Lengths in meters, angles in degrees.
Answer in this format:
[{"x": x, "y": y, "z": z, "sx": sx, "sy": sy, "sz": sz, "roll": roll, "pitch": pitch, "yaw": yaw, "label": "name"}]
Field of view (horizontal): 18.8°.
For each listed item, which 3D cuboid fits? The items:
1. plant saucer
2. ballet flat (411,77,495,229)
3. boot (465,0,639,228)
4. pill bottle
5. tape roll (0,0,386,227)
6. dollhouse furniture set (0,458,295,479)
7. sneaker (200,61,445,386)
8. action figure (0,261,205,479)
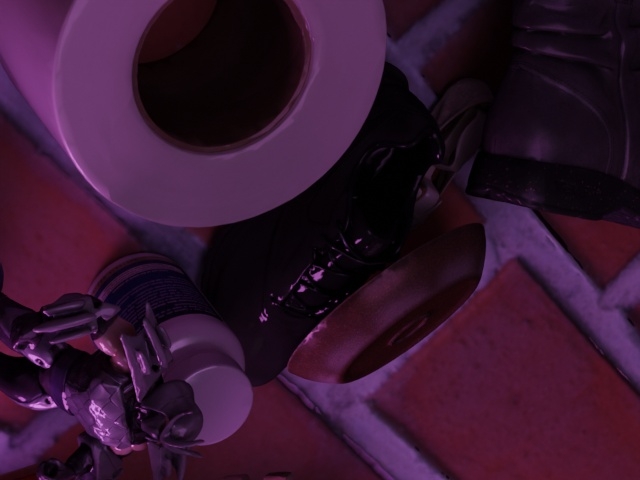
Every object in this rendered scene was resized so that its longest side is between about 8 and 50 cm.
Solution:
[{"x": 0.063, "y": 0.060, "z": 1.571, "sx": 0.198, "sy": 0.036, "sz": 0.198, "roll": -34, "pitch": 165, "yaw": -10, "label": "plant saucer"}, {"x": 0.088, "y": -0.058, "z": 1.584, "sx": 0.057, "sy": 0.052, "sz": 0.168, "roll": 25, "pitch": 103, "yaw": -34, "label": "ballet flat"}, {"x": 0.266, "y": -0.122, "z": 1.601, "sx": 0.338, "sy": 0.118, "sz": 0.223, "roll": 8, "pitch": 94, "yaw": -48, "label": "boot"}, {"x": -0.115, "y": 0.085, "z": 1.487, "sx": 0.094, "sy": 0.169, "sz": 0.094, "roll": -12, "pitch": 120, "yaw": -21, "label": "pill bottle"}, {"x": -0.097, "y": -0.152, "z": 1.370, "sx": 0.246, "sy": 0.169, "sz": 0.246, "roll": -11, "pitch": 119, "yaw": -21, "label": "tape roll"}, {"x": -0.171, "y": 0.231, "z": 1.431, "sx": 0.262, "sy": 0.259, "sz": 0.135, "roll": -15, "pitch": 89, "yaw": -28, "label": "dollhouse furniture set"}, {"x": 0.000, "y": 0.000, "z": 1.525, "sx": 0.109, "sy": 0.130, "sz": 0.286, "roll": 16, "pitch": 109, "yaw": -34, "label": "sneaker"}, {"x": -0.196, "y": 0.095, "z": 1.388, "sx": 0.099, "sy": 0.285, "sz": 0.185, "roll": -37, "pitch": 139, "yaw": -45, "label": "action figure"}]
